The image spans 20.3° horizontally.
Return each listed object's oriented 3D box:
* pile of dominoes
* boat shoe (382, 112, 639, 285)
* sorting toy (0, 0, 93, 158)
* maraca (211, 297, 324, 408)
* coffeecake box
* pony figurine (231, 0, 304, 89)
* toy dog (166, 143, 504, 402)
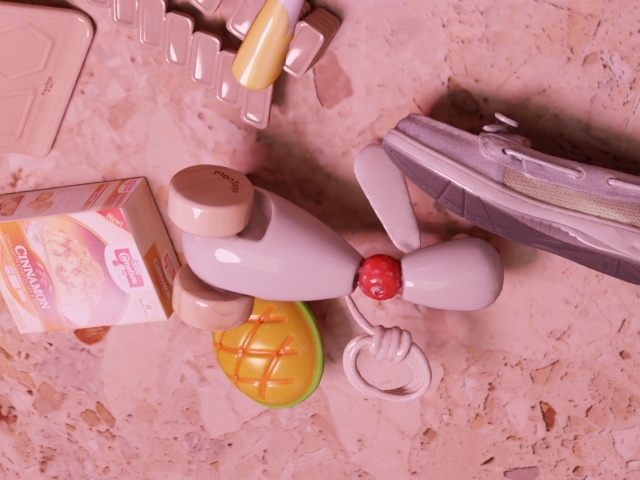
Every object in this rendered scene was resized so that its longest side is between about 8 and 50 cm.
[{"bbox_3d":[-0.104,-0.245,1.683,0.251,0.040,0.196,37,129,4],"label":"pile of dominoes"},{"bbox_3d":[0.214,-0.051,1.653,0.320,0.103,0.118,22,169,9],"label":"boat shoe"},{"bbox_3d":[-0.350,-0.167,1.774,0.208,0.038,0.193,7,133,-24],"label":"sorting toy"},{"bbox_3d":[-0.065,0.087,1.854,0.127,0.099,0.185,-31,83,28],"label":"maraca"},{"bbox_3d":[-0.253,0.018,1.890,0.185,0.068,0.142,-6,120,24],"label":"coffeecake box"},{"bbox_3d":[0.029,-0.337,1.396,0.303,0.351,0.363,32,148,1],"label":"pony figurine"},{"bbox_3d":[0.000,0.000,1.759,0.334,0.161,0.220,22,125,-14],"label":"toy dog"}]
